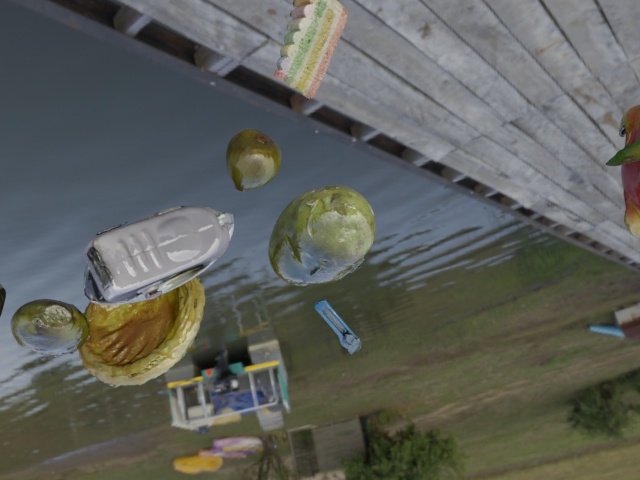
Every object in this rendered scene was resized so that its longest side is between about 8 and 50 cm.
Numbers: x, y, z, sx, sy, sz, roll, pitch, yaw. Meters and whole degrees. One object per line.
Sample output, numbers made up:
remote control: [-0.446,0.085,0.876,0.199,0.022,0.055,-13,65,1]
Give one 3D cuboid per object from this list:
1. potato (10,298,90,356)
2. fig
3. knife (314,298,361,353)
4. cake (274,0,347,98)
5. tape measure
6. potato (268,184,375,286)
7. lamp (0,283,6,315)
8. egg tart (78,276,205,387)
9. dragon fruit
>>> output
potato: [-0.594,0.195,1.322,0.149,0.113,0.251,-4,165,-11]
fig: [-0.092,-0.102,0.793,0.073,0.074,0.088,-1,134,-33]
knife: [0.045,0.211,1.425,0.044,0.026,0.297,-31,143,4]
cake: [-0.018,-0.440,1.317,0.109,0.226,0.090,21,168,-33]
tape measure: [-0.247,0.024,0.900,0.236,0.120,0.197,-24,177,-40]
potato: [0.000,0.000,1.056,0.169,0.144,0.248,37,138,-8]
lamp: [-0.686,0.112,1.080,0.184,0.161,0.161,16,153,-11]
egg tart: [-0.463,0.224,1.610,0.387,0.388,0.169,-18,139,11]
dragon fruit: [0.649,-0.124,1.063,0.290,0.291,0.189,-3,160,-29]
